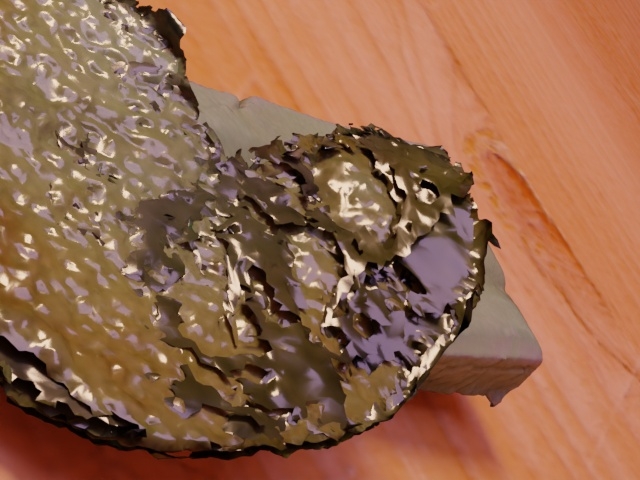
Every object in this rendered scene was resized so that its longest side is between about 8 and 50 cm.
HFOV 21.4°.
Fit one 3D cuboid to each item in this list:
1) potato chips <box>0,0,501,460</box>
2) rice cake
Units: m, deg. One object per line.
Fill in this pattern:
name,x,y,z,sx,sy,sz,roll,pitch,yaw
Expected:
potato chips,-0.041,-0.019,0.521,0.220,0.029,0.202,15,47,-27
rice cake,0.000,0.000,0.638,0.237,0.043,0.127,15,45,-55
